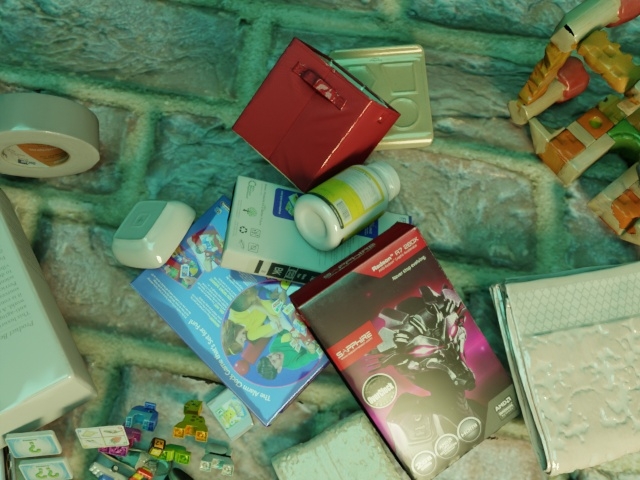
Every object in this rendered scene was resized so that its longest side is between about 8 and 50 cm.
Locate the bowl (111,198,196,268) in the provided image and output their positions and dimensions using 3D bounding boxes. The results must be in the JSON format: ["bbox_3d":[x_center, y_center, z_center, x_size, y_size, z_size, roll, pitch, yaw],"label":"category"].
[{"bbox_3d":[-0.307,-0.022,1.166,0.142,0.053,0.142,4,53,38],"label":"bowl"}]

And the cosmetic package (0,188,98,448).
[{"bbox_3d":[-0.585,0.108,1.093,0.230,0.161,0.453,-27,69,-14],"label":"cosmetic package"}]

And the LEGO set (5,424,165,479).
[{"bbox_3d":[-0.366,0.379,1.052,0.244,0.182,0.060,-5,35,-1],"label":"LEGO set"}]

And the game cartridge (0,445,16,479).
[{"bbox_3d":[-0.638,0.359,1.122,0.196,0.060,0.294,-10,75,-5],"label":"game cartridge"}]

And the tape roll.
[{"bbox_3d":[-0.515,-0.184,1.174,0.219,0.219,0.072,-6,75,0],"label":"tape roll"}]

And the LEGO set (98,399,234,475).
[{"bbox_3d":[-0.248,0.320,1.112,0.227,0.093,0.087,11,107,0],"label":"LEGO set"}]

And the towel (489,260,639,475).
[{"bbox_3d":[0.471,0.197,1.086,0.331,0.053,0.317,-7,73,-17],"label":"towel"}]

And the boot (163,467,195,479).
[{"bbox_3d":[-0.229,0.511,1.047,0.178,0.085,0.236,-36,87,-7],"label":"boot"}]

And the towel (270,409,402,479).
[{"bbox_3d":[0.061,0.448,1.082,0.187,0.049,0.282,-27,75,-7],"label":"towel"}]

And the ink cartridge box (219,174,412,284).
[{"bbox_3d":[0.000,0.000,1.140,0.332,0.065,0.165,13,53,-11],"label":"ink cartridge box"}]

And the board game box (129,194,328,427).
[{"bbox_3d":[-0.132,0.121,1.156,0.347,0.078,0.233,44,80,11],"label":"board game box"}]

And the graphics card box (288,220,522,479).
[{"bbox_3d":[0.144,0.184,1.062,0.232,0.094,0.371,-33,100,-8],"label":"graphics card box"}]

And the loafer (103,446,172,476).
[{"bbox_3d":[-0.318,0.377,1.114,0.125,0.039,0.045,15,76,6],"label":"loafer"}]

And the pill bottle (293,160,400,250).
[{"bbox_3d":[0.050,-0.066,1.098,0.184,0.103,0.103,-34,75,-35],"label":"pill bottle"}]

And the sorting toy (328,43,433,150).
[{"bbox_3d":[0.116,-0.278,1.278,0.193,0.038,0.208,-4,80,1],"label":"sorting toy"}]

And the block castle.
[{"bbox_3d":[0.567,-0.197,1.097,0.213,0.303,0.453,-36,74,-16],"label":"block castle"}]

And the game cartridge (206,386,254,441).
[{"bbox_3d":[-0.156,0.304,1.142,0.056,0.017,0.083,-36,77,-11],"label":"game cartridge"}]

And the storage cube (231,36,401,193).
[{"bbox_3d":[-0.002,-0.211,1.151,0.183,0.215,0.193,42,105,13],"label":"storage cube"}]
